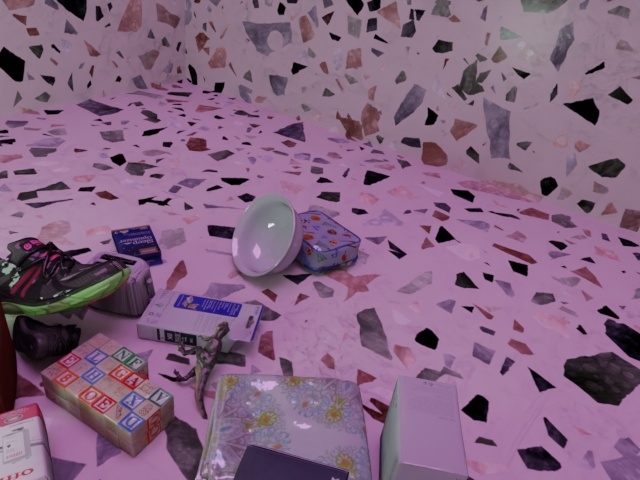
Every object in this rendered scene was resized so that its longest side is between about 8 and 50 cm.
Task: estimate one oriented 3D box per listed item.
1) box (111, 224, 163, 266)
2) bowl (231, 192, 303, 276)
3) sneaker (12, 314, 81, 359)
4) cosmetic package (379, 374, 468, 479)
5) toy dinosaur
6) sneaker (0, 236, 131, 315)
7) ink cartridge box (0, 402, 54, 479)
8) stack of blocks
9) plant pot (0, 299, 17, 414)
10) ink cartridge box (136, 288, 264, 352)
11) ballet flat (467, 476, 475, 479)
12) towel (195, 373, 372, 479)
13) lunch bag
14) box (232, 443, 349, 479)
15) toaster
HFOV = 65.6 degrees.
[{"bbox_3d":[-0.645,0.021,1.748,0.136,0.037,0.225,-11,37,-27],"label":"box"},{"bbox_3d":[-0.160,-0.003,1.724,0.134,0.298,0.298,27,12,-46],"label":"bowl"},{"bbox_3d":[-0.727,0.255,1.318,0.227,0.087,0.130,9,-1,40],"label":"sneaker"},{"bbox_3d":[0.207,0.456,1.058,0.138,0.224,0.225,9,31,1],"label":"cosmetic package"},{"bbox_3d":[-0.315,0.315,1.281,0.118,0.064,0.268,2,53,10],"label":"toy dinosaur"},{"bbox_3d":[-0.750,0.090,1.337,0.481,0.203,0.185,-5,6,10],"label":"sneaker"},{"bbox_3d":[-0.613,0.444,0.918,0.207,0.117,0.283,-13,16,-31],"label":"ink cartridge box"},{"bbox_3d":[-0.491,0.359,1.189,0.296,0.087,0.171,22,34,22],"label":"stack of blocks"},{"bbox_3d":[-0.807,0.300,1.072,0.267,0.268,0.236,-16,48,-33],"label":"plant pot"},{"bbox_3d":[-0.340,0.235,1.444,0.332,0.065,0.165,9,32,4],"label":"ink cartridge box"},{"bbox_3d":[0.308,0.581,1.030,0.074,0.074,0.203,17,31,14],"label":"ballet flat"},{"bbox_3d":[-0.076,0.445,1.143,0.373,0.090,0.321,5,33,-5],"label":"towel"},{"bbox_3d":[0.000,0.000,1.854,0.243,0.115,0.303,-14,37,-35],"label":"lunch bag"},{"bbox_3d":[-0.089,0.559,0.744,0.178,0.313,0.343,12,32,7],"label":"box"},{"bbox_3d":[-0.607,0.126,1.481,0.226,0.147,0.129,12,31,7],"label":"toaster"}]
